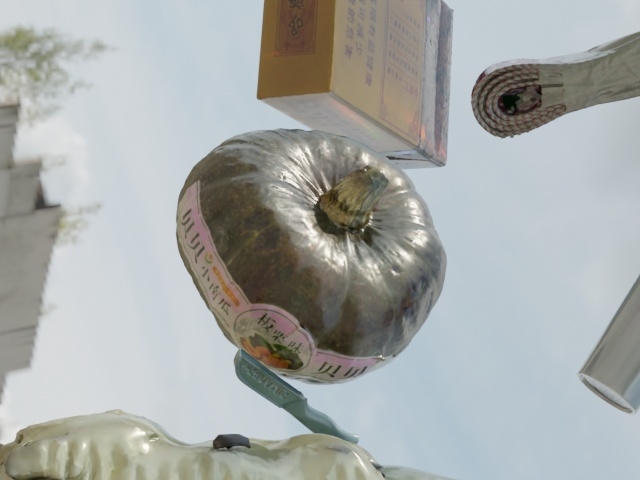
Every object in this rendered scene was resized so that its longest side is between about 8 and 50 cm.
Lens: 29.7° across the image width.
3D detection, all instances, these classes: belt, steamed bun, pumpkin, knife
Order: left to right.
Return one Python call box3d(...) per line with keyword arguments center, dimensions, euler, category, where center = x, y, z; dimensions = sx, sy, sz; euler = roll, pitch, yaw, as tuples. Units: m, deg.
box3d(center=(-0.105, 0.287, 0.950), dimensions=(0.394, 0.347, 0.237), euler=(51, -21, -4), category="steamed bun")
box3d(center=(-0.024, 0.147, 1.088), dimensions=(0.028, 0.210, 0.015), euler=(-18, -128, 25), category="knife")
box3d(center=(0.002, -0.001, 1.120), dimensions=(0.189, 0.260, 0.260), euler=(-47, -124, 42), category="pumpkin")
box3d(center=(0.237, -0.140, 0.992), dimensions=(0.053, 0.232, 0.071), euler=(-71, 147, -66), category="belt")

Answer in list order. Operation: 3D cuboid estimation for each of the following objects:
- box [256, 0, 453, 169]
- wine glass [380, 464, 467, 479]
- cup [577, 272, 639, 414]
box3d(center=(0.064, -0.266, 1.694), dimensions=(0.116, 0.415, 0.264), euler=(-2, -100, 26), category="box")
box3d(center=(0.061, 0.264, 1.179), dimensions=(0.093, 0.202, 0.092), euler=(4, 90, -88), category="wine glass")
box3d(center=(0.288, 0.095, 1.081), dimensions=(0.074, 0.116, 0.104), euler=(34, -9, 18), category="cup")
